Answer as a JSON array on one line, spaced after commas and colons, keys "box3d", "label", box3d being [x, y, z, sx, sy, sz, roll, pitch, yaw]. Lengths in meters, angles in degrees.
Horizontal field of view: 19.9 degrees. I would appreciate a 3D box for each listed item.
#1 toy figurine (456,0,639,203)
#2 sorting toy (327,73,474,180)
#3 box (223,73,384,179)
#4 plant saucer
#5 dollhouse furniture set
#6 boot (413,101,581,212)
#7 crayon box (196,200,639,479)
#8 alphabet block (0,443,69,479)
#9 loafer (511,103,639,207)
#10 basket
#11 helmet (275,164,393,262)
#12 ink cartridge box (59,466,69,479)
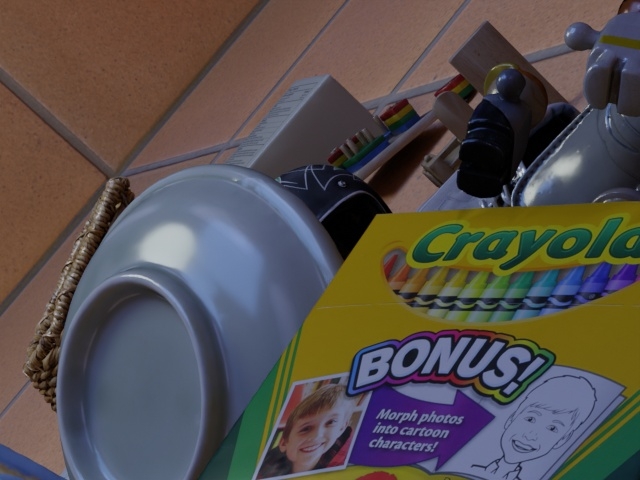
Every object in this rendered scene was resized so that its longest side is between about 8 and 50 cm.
[{"box3d": [0.227, -0.068, 1.352, 0.213, 0.209, 0.148, -34, 14, 38], "label": "toy figurine"}, {"box3d": [0.057, -0.111, 2.172, 0.274, 0.046, 0.132, -40, 5, -18], "label": "sorting toy"}, {"box3d": [-0.066, -0.056, 2.301, 0.311, 0.121, 0.148, -50, 14, -10], "label": "box"}, {"box3d": [-0.125, 0.132, 1.541, 0.400, 0.100, 0.400, -4, 85, 48], "label": "plant saucer"}, {"box3d": [0.148, -0.140, 1.922, 0.144, 0.123, 0.151, -47, 15, -2], "label": "dollhouse furniture set"}, {"box3d": [0.153, -0.031, 1.674, 0.123, 0.095, 0.258, -38, 15, 54], "label": "boot"}, {"box3d": [0.112, 0.117, 1.204, 0.363, 0.106, 0.313, -2, 45, 46], "label": "crayon box"}, {"box3d": [-0.339, 0.341, 1.810, 0.197, 0.193, 0.192, -56, 5, 37], "label": "alphabet block"}, {"box3d": [0.272, -0.104, 1.466, 0.319, 0.111, 0.112, -41, 61, 23], "label": "loafer"}, {"box3d": [-0.278, 0.081, 2.187, 0.213, 0.223, 0.299, -34, 2, -13], "label": "basket"}, {"box3d": [0.000, 0.000, 1.893, 0.169, 0.161, 0.169, -43, 15, 15], "label": "helmet"}, {"box3d": [-0.203, 0.230, 2.034, 0.175, 0.072, 0.127, -33, 20, 45], "label": "ink cartridge box"}]
